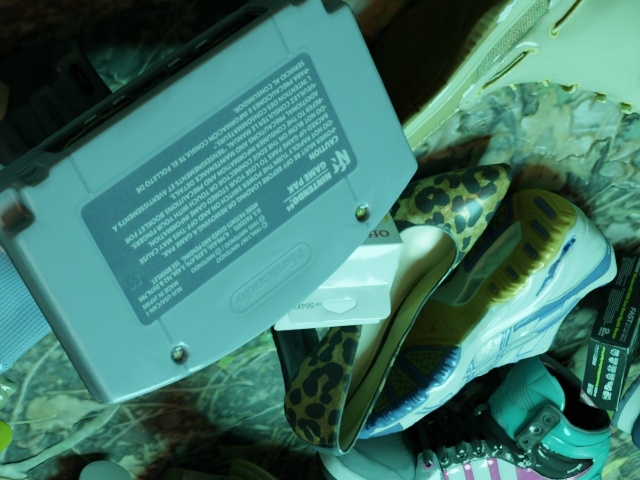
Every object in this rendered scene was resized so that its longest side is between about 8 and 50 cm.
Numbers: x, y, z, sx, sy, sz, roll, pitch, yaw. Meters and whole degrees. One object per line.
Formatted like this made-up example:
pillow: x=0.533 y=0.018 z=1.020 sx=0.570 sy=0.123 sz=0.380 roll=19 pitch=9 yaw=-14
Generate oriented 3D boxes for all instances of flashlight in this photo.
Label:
flashlight: x=-0.167 y=-0.017 z=1.205 sx=0.103 sy=0.103 sz=0.304 roll=-60 pitch=141 yaw=-26

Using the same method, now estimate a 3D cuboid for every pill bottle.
pill bottle: x=-0.209 y=0.261 z=1.486 sx=0.067 sy=0.067 sz=0.120 roll=-1 pitch=134 yaw=-23

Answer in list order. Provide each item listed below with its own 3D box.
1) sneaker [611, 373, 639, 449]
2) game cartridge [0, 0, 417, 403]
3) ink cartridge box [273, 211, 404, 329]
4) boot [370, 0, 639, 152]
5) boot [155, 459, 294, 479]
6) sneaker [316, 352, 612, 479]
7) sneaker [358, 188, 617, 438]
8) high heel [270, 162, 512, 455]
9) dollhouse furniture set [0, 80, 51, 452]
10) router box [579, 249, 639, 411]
sneaker: x=0.426 y=0.170 z=1.581 sx=0.319 sy=0.131 sz=0.112 roll=-13 pitch=133 yaw=-41
game cartridge: x=-0.071 y=-0.031 z=1.096 sx=0.294 sy=0.060 sz=0.196 roll=-37 pitch=115 yaw=-23
ink cartridge box: x=0.000 y=0.000 z=1.255 sx=0.092 sy=0.143 sz=0.090 roll=-4 pitch=135 yaw=-21
boot: x=0.160 y=-0.134 z=1.232 sx=0.203 sy=0.095 sz=0.262 roll=22 pitch=119 yaw=-40
boot: x=-0.008 y=0.275 z=1.465 sx=0.220 sy=0.109 sz=0.283 roll=17 pitch=166 yaw=-28
sneaker: x=0.157 y=0.176 z=1.525 sx=0.295 sy=0.124 sz=0.178 roll=9 pitch=122 yaw=-22
sneaker: x=0.144 y=0.089 z=1.436 sx=0.296 sy=0.112 sz=0.131 roll=-42 pitch=135 yaw=21
high heel: x=0.074 y=0.058 z=1.312 sx=0.261 sy=0.186 sz=0.093 roll=-38 pitch=127 yaw=16
dollhouse furniture set: x=-0.270 y=0.044 z=1.063 sx=0.303 sy=0.198 sz=0.286 roll=34 pitch=126 yaw=-30
router box: x=0.277 y=0.084 z=1.485 sx=0.038 sy=0.122 sz=0.092 roll=15 pitch=137 yaw=14
